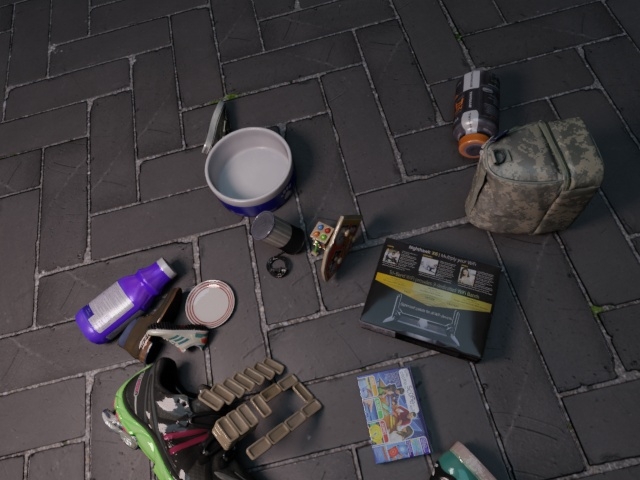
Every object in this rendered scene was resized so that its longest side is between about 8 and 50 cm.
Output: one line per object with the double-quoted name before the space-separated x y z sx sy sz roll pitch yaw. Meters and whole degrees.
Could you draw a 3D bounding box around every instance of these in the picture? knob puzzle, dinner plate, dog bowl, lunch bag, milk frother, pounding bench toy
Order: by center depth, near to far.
"lunch bag" 0.513 -0.148 1.148 0.256 0.305 0.212 -10 65 2
"knob puzzle" 0.057 0.026 1.207 0.030 0.213 0.213 26 72 18
"milk frother" -0.131 0.014 1.258 0.129 0.135 0.143 -22 58 32
"dinner plate" -0.309 0.179 1.276 0.141 0.017 0.141 -3 67 7
"pounding bench toy" 0.000 0.000 1.285 0.052 0.065 0.083 26 72 17
"dog bowl" -0.209 -0.208 1.385 0.265 0.104 0.265 -3 65 6

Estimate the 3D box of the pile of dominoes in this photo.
"pile of dominoes" -0.145 0.394 1.086 0.196 0.040 0.251 42 36 24

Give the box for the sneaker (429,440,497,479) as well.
"sneaker" 0.362 0.587 0.958 0.121 0.108 0.302 -40 59 -9

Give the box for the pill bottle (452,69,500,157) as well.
"pill bottle" 0.462 -0.369 1.348 0.130 0.130 0.245 6 67 11

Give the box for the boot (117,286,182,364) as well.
"boot" -0.468 0.217 1.246 0.106 0.082 0.219 19 72 13

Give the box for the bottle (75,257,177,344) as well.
"bottle" -0.536 0.161 1.273 0.283 0.092 0.118 -41 68 -11

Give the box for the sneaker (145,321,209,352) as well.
"sneaker" -0.377 0.260 1.195 0.161 0.057 0.075 8 97 -26

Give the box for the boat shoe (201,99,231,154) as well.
"boat shoe" -0.333 -0.365 1.496 0.070 0.078 0.219 19 62 -22

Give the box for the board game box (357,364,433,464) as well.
"board game box" 0.176 0.416 1.093 0.136 0.035 0.201 -12 65 3

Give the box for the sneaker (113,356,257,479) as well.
"sneaker" -0.282 0.456 1.059 0.483 0.185 0.202 37 79 19

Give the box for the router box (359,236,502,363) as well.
"router box" 0.281 0.148 1.171 0.309 0.081 0.243 16 70 14

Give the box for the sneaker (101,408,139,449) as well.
"sneaker" -0.498 0.470 1.162 0.135 0.052 0.058 35 65 13
